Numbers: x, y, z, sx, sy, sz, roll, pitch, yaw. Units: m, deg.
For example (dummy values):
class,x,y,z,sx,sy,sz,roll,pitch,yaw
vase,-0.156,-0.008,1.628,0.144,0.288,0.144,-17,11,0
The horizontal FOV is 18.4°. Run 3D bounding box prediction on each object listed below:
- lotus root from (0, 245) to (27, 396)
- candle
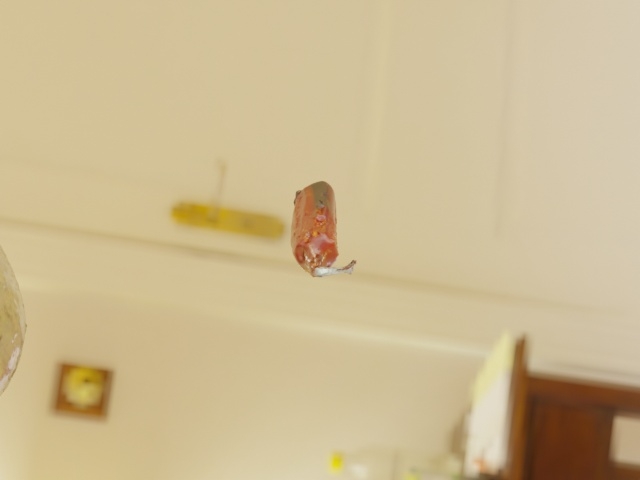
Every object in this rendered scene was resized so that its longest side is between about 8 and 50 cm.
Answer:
class,x,y,z,sx,sy,sz,roll,pitch,yaw
lotus root,-0.323,0.024,1.530,0.151,0.169,0.343,-57,29,12
candle,0.000,0.000,1.642,0.053,0.048,0.162,-55,14,19
